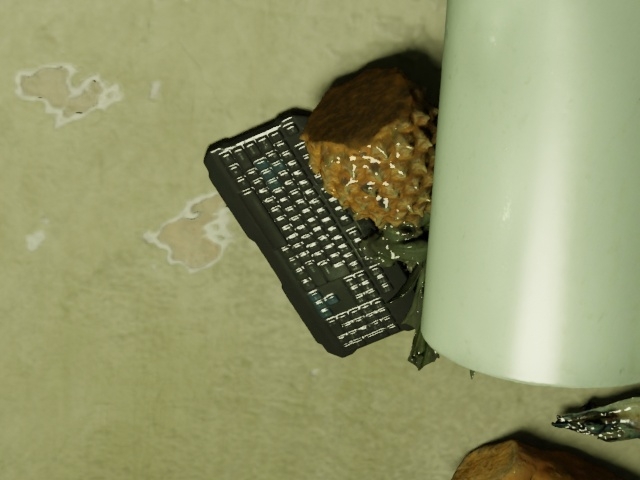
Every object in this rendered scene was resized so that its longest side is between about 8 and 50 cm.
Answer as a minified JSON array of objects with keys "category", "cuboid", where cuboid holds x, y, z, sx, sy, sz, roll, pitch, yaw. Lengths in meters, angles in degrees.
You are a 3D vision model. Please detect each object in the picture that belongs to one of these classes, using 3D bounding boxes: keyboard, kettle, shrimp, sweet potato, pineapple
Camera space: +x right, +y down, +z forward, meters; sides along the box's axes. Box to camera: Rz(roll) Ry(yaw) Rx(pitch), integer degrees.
[{"category":"keyboard","cuboid":[0.000,0.000,1.478,0.106,0.016,0.262,-24,128,11]},{"category":"kettle","cuboid":[0.209,-0.074,1.278,0.265,0.205,0.318,-2,106,-8]},{"category":"shrimp","cuboid":[0.344,0.210,1.677,0.261,0.051,0.198,-6,130,-7]},{"category":"sweet potato","cuboid":[0.236,0.248,1.668,0.251,0.097,0.097,16,125,-25]},{"category":"pineapple","cuboid":[0.081,-0.005,1.418,0.119,0.130,0.277,-15,132,20]}]
